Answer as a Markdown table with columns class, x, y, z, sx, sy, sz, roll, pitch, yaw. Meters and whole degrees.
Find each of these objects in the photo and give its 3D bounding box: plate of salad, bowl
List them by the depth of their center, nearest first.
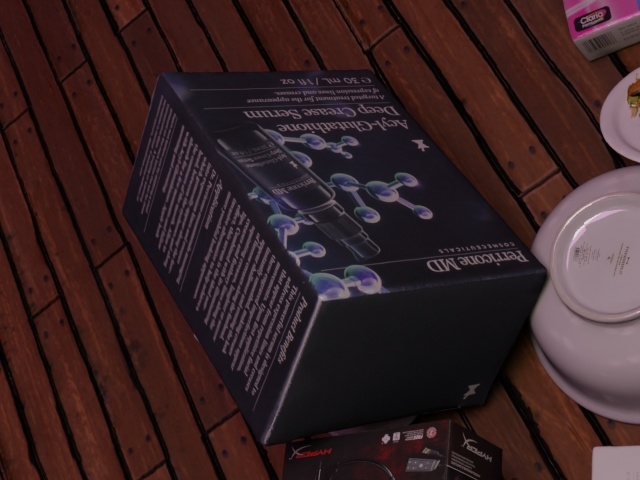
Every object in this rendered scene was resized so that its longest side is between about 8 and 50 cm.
| class | x | y | z | sx | sy | sz | roll | pitch | yaw |
| --- | --- | --- | --- | --- | --- | --- | --- | --- | --- |
| bowl | 0.333 | 0.036 | 1.430 | 0.298 | 0.134 | 0.297 | -12 | 64 | 27 |
| plate of salad | 0.405 | -0.155 | 1.482 | 0.200 | 0.048 | 0.199 | -14 | 41 | 12 |

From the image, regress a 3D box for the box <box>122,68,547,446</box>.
| class | x | y | z | sx | sy | sz | roll | pitch | yaw |
| --- | --- | --- | --- | --- | --- | --- | --- | --- | --- |
| box | 0.000 | 0.000 | 1.508 | 0.395 | 0.294 | 0.212 | 53 | 136 | 38 |

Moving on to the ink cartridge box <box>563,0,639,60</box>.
| class | x | y | z | sx | sy | sz | roll | pitch | yaw |
| --- | --- | --- | --- | --- | --- | --- | --- | --- | --- |
| ink cartridge box | 0.363 | -0.410 | 1.643 | 0.176 | 0.069 | 0.370 | -20 | 59 | 24 |

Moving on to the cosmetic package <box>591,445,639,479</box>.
| class | x | y | z | sx | sy | sz | roll | pitch | yaw |
| --- | --- | --- | --- | --- | --- | --- | --- | --- | --- |
| cosmetic package | 0.391 | 0.368 | 1.218 | 0.285 | 0.097 | 0.377 | -7 | 55 | 25 |

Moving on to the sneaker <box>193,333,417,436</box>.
| class | x | y | z | sx | sy | sz | roll | pitch | yaw |
| --- | --- | --- | --- | --- | --- | --- | --- | --- | --- |
| sneaker | -0.023 | 0.155 | 1.594 | 0.305 | 0.152 | 0.114 | 13 | 76 | 34 |

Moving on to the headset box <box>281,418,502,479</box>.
| class | x | y | z | sx | sy | sz | roll | pitch | yaw |
| --- | --- | --- | --- | --- | --- | --- | --- | --- | --- |
| headset box | 0.063 | 0.347 | 1.371 | 0.218 | 0.110 | 0.293 | -14 | 58 | 36 |
